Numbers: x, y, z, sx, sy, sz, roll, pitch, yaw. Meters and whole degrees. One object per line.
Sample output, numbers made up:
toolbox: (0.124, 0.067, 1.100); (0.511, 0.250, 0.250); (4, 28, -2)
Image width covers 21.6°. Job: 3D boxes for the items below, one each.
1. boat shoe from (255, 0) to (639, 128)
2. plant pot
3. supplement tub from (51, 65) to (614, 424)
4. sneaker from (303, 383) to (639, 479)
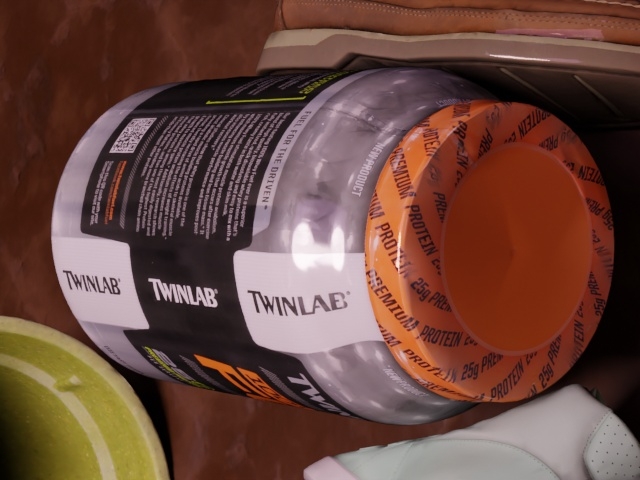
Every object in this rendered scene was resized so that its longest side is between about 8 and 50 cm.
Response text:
boat shoe: (0.088, -0.131, 0.956); (0.307, 0.110, 0.104); (9, 76, 40)
plant pot: (-0.286, 0.205, 1.224); (0.254, 0.276, 0.276); (-15, 74, 57)
supplement tub: (0.000, 0.000, 0.954); (0.316, 0.193, 0.194); (3, 87, 53)
sneaker: (0.087, 0.139, 0.914); (0.094, 0.151, 0.256); (65, 164, -3)
